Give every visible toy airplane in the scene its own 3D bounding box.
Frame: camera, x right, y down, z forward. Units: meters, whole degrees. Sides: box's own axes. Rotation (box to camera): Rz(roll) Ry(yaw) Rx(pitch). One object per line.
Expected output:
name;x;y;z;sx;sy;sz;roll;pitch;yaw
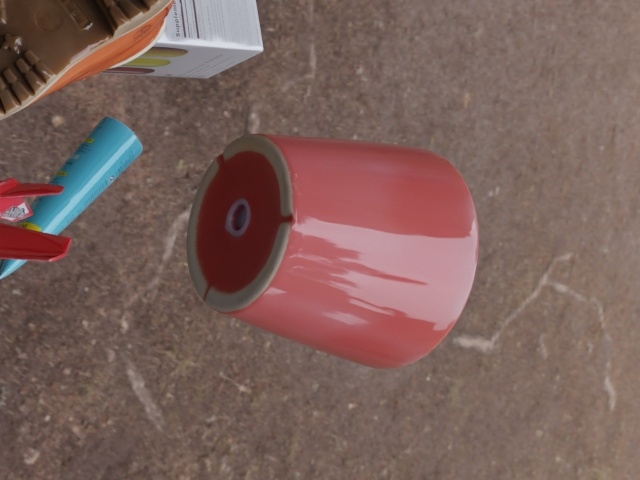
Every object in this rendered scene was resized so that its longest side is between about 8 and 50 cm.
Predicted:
toy airplane;-0.193;-0.013;0.479;0.151;0.151;0.028;-12;109;-48

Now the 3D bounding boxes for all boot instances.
boot;-0.140;-0.092;0.439;0.158;0.084;0.059;-31;90;-14

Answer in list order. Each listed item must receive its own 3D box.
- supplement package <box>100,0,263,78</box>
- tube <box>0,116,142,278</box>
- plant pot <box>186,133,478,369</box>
supplement package;-0.216;-0.292;1.129;0.244;0.139;0.134;-7;86;-42
tube;-0.258;-0.033;0.868;0.052;0.080;0.207;44;64;-16
plant pot;0.000;0.000;1.006;0.243;0.275;0.275;13;91;-38
